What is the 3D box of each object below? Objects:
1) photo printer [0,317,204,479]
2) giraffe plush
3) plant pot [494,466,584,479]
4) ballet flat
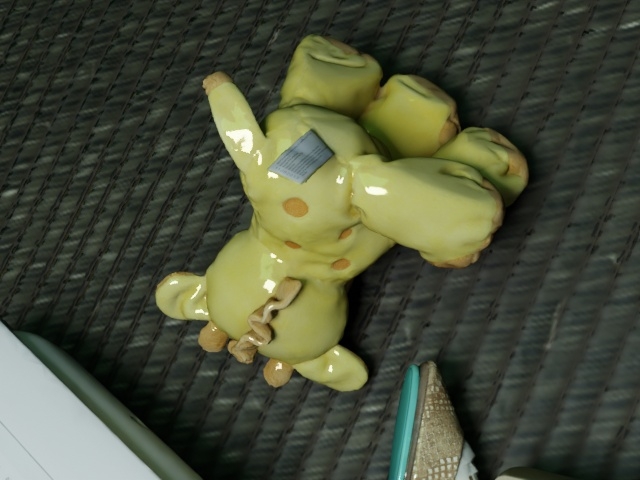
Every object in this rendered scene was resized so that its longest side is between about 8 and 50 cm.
[{"bbox_3d":[-0.202,0.198,0.771,0.256,0.107,0.307,-50,46,-9],"label":"photo printer"},{"bbox_3d":[0.000,0.000,0.763,0.181,0.210,0.171,39,123,22],"label":"giraffe plush"},{"bbox_3d":[0.129,0.171,0.651,0.109,0.096,0.109,9,74,29],"label":"plant pot"},{"bbox_3d":[0.060,0.172,0.714,0.067,0.073,0.206,13,78,2],"label":"ballet flat"}]
